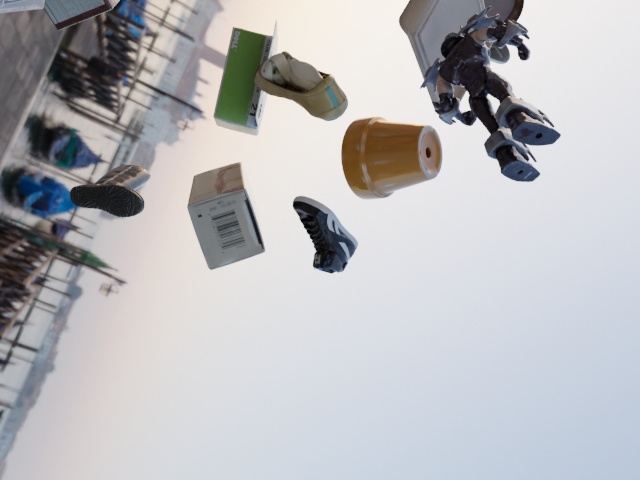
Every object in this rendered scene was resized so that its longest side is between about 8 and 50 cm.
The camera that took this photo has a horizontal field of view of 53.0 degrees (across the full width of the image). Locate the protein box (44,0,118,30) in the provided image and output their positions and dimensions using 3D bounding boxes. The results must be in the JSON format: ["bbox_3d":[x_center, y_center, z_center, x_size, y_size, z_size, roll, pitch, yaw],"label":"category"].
[{"bbox_3d":[-0.734,-0.781,1.985,0.201,0.136,0.200,-14,-142,16],"label":"protein box"}]

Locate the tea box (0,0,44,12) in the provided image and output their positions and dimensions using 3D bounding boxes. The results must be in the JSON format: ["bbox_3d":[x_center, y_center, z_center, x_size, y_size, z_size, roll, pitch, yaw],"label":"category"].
[{"bbox_3d":[-0.911,-0.766,1.628,0.220,0.329,0.323,-28,-95,57],"label":"tea box"}]

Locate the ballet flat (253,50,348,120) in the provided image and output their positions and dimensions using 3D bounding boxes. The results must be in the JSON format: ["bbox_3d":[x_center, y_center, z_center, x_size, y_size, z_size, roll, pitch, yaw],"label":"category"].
[{"bbox_3d":[-0.039,-0.256,0.992,0.080,0.073,0.232,-42,-134,-13],"label":"ballet flat"}]

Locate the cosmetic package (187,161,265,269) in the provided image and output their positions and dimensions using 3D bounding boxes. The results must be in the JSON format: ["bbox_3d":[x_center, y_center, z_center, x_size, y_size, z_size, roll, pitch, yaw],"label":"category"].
[{"bbox_3d":[-0.208,-0.065,1.430,0.296,0.129,0.153,-116,-171,-69],"label":"cosmetic package"}]

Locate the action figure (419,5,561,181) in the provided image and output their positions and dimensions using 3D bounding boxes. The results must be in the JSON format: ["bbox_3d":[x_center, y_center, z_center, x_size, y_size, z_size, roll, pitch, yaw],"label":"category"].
[{"bbox_3d":[0.250,-0.225,0.967,0.185,0.099,0.285,-60,-142,45],"label":"action figure"}]

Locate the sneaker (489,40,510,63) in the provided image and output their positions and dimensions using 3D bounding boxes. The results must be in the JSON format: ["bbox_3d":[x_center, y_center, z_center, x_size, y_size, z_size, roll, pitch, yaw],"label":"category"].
[{"bbox_3d":[0.361,-0.439,1.452,0.053,0.152,0.061,-52,161,-8],"label":"sneaker"}]

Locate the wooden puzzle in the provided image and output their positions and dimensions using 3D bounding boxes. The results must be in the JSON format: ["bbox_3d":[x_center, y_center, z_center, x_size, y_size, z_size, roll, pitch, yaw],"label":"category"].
[{"bbox_3d":[0.224,-0.372,1.130,0.044,0.238,0.221,18,-110,37],"label":"wooden puzzle"}]

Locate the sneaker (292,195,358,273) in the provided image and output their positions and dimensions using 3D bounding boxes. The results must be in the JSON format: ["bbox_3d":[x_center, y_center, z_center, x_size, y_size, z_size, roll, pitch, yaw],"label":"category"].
[{"bbox_3d":[0.000,0.000,1.508,0.079,0.217,0.121,-5,-128,48],"label":"sneaker"}]

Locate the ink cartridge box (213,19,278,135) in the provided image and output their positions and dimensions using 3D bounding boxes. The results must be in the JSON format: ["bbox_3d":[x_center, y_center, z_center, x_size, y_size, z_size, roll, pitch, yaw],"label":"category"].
[{"bbox_3d":[-0.148,-0.323,1.266,0.255,0.097,0.188,-157,-100,-85],"label":"ink cartridge box"}]

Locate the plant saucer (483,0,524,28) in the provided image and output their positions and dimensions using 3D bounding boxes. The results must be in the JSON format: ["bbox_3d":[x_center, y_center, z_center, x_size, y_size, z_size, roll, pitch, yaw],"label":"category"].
[{"bbox_3d":[0.389,-0.545,1.499,0.168,0.168,0.029,-51,-146,37],"label":"plant saucer"}]

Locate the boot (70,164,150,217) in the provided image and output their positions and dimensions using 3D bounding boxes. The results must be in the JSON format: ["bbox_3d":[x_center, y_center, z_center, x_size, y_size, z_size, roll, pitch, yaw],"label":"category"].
[{"bbox_3d":[-0.455,-0.121,1.502,0.208,0.190,0.076,-43,145,-70],"label":"boot"}]

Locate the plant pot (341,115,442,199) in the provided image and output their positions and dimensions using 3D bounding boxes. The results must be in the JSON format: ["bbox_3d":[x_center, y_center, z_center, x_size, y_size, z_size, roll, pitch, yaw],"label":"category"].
[{"bbox_3d":[0.184,-0.204,1.554,0.188,0.205,0.205,0,-117,37],"label":"plant pot"}]
